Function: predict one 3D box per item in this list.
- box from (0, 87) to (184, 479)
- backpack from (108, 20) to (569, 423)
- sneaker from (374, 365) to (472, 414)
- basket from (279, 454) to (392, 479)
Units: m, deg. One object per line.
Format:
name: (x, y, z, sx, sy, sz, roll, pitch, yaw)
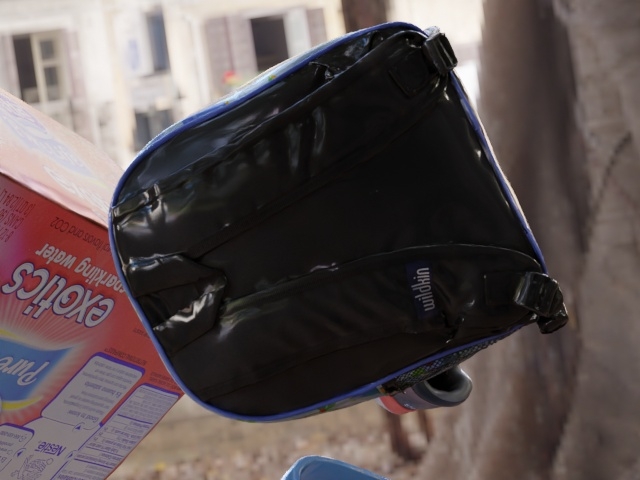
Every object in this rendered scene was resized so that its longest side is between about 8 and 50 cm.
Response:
box: (-0.174, 0.013, 0.763, 0.154, 0.142, 0.300, -48, -25, 4)
backpack: (0.000, 0.000, 0.507, 0.114, 0.105, 0.084, -25, 0, 1)
sneaker: (0.040, 0.024, 0.887, 0.065, 0.158, 0.061, 0, 37, 47)
basket: (0.106, 0.236, 0.775, 0.255, 0.289, 0.201, 21, -56, -31)
